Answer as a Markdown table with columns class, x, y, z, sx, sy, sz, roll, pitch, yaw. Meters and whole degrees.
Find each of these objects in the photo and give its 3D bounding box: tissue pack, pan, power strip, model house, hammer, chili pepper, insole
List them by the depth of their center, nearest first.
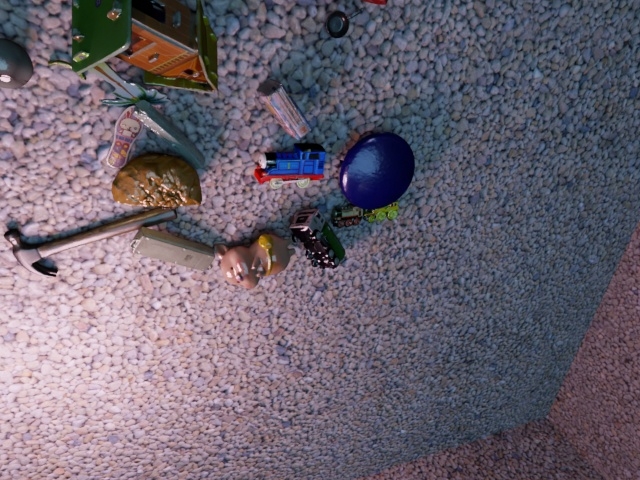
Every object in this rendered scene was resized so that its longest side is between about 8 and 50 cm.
| class | x | y | z | sx | sy | sz | roll | pitch | yaw |
| --- | --- | --- | --- | --- | --- | --- | --- | --- | --- |
| model house | -0.408 | -0.484 | 1.016 | 0.324 | 0.341 | 0.299 | 6 | 80 | -55 |
| chili pepper | -0.602 | -0.410 | 1.039 | 0.083 | 0.017 | 0.030 | 26 | 109 | -33 |
| insole | -0.516 | -0.270 | 1.146 | 0.065 | 0.004 | 0.197 | 17 | 122 | -36 |
| pan | 0.065 | -0.604 | 1.191 | 0.115 | 0.023 | 0.068 | -30 | 125 | 1 |
| tissue pack | -0.102 | -0.365 | 1.212 | 0.065 | 0.115 | 0.155 | -38 | 125 | -1 |
| hammer | -0.634 | -0.021 | 1.245 | 0.441 | 0.044 | 0.168 | -19 | 124 | -10 |
| power strip | -0.445 | 0.029 | 1.322 | 0.272 | 0.052 | 0.078 | 22 | 115 | -41 |

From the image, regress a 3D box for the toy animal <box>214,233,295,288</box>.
| class | x | y | z | sx | sy | sz | roll | pitch | yaw |
| --- | --- | --- | --- | --- | --- | --- | --- | --- | --- |
| toy animal | -0.203 | 0.060 | 1.414 | 0.248 | 0.149 | 0.164 | -18 | 108 | -3 |

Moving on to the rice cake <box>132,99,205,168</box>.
| class | x | y | z | sx | sy | sz | roll | pitch | yaw |
| --- | --- | --- | --- | --- | --- | --- | --- | --- | --- |
| rice cake | -0.394 | -0.275 | 1.151 | 0.042 | 0.045 | 0.245 | -8 | 151 | 25 |

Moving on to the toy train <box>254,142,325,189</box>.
| class | x | y | z | sx | sy | sz | roll | pitch | yaw |
| --- | --- | --- | --- | --- | --- | --- | --- | --- | --- |
| toy train | -0.092 | -0.228 | 1.320 | 0.204 | 0.082 | 0.130 | -5 | 121 | -22 |

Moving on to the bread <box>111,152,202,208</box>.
| class | x | y | z | sx | sy | sz | roll | pitch | yaw |
| --- | --- | --- | --- | --- | --- | --- | --- | --- | --- |
| bread | -0.445 | -0.169 | 1.185 | 0.229 | 0.143 | 0.139 | -2 | 109 | -25 |

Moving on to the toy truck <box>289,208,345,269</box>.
| class | x | y | z | sx | sy | sz | roll | pitch | yaw |
| --- | --- | --- | --- | --- | --- | --- | --- | --- | --- |
| toy truck | 0.000 | 0.000 | 1.476 | 0.242 | 0.101 | 0.124 | 55 | 47 | -37 |

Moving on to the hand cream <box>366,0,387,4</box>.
| class | x | y | z | sx | sy | sz | roll | pitch | yaw |
| --- | --- | --- | --- | --- | --- | --- | --- | --- | --- |
| hand cream | 0.079 | -0.673 | 1.036 | 0.231 | 0.230 | 0.149 | 4 | 117 | -24 |

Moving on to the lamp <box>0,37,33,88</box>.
| class | x | y | z | sx | sy | sz | roll | pitch | yaw |
| --- | --- | --- | --- | --- | --- | --- | --- | --- | --- |
| lamp | -0.696 | -0.390 | 0.960 | 0.105 | 0.105 | 0.105 | -10 | 123 | -17 |

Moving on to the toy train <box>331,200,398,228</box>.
| class | x | y | z | sx | sy | sz | roll | pitch | yaw |
| --- | --- | --- | --- | --- | --- | --- | --- | --- | --- |
| toy train | 0.154 | -0.096 | 1.522 | 0.250 | 0.053 | 0.084 | -10 | 115 | -16 |

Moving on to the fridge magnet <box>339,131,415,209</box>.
| class | x | y | z | sx | sy | sz | roll | pitch | yaw |
| --- | --- | --- | --- | --- | --- | --- | --- | --- | --- |
| fridge magnet | 0.184 | -0.225 | 1.416 | 0.266 | 0.112 | 0.265 | -10 | 124 | -16 |
